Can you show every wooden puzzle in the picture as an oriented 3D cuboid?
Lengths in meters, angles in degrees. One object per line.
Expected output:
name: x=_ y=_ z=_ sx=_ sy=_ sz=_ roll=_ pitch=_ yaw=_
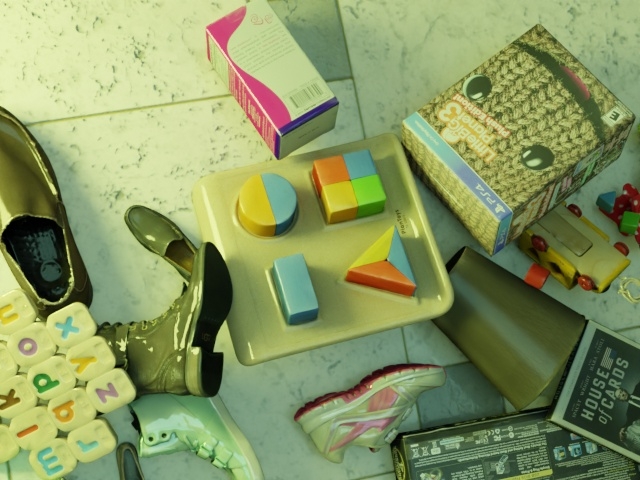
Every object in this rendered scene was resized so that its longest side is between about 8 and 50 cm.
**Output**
wooden puzzle: x=0.000 y=0.000 z=1.838 sx=0.348 sy=0.080 sz=0.322 roll=-15 pitch=70 yaw=-6

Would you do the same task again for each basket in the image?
basket: x=0.282 y=0.128 z=1.907 sx=0.227 sy=0.154 sz=0.204 roll=38 pitch=56 yaw=-1

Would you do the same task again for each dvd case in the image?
dvd case: x=0.499 y=0.257 z=1.910 sx=0.239 sy=0.029 sz=0.179 roll=26 pitch=77 yaw=-10

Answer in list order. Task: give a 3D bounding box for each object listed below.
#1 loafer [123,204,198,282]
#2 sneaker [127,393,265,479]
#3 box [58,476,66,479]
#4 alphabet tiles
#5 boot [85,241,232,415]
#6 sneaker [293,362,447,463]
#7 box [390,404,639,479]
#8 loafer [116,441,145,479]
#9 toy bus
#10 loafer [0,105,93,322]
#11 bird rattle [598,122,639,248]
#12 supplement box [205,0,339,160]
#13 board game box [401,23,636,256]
loafer: x=-0.236 y=0.002 z=1.857 sx=0.170 sy=0.061 sz=0.062 roll=38 pitch=80 yaw=-5
sneaker: x=-0.194 y=0.324 z=1.815 sx=0.151 sy=0.094 sz=0.256 roll=-30 pitch=81 yaw=-19
box: x=-0.387 y=0.524 z=1.742 sx=0.231 sy=0.127 sz=0.262 roll=43 pitch=77 yaw=-3
alphabet tiles: x=-0.424 y=0.215 z=1.755 sx=0.278 sy=0.021 sz=0.284 roll=-27 pitch=101 yaw=13
boot: x=-0.258 y=0.132 z=1.789 sx=0.229 sy=0.091 sz=0.263 roll=-5 pitch=67 yaw=25
sneaker: x=0.090 y=0.273 z=1.883 sx=0.252 sy=0.103 sz=0.111 roll=-23 pitch=91 yaw=-5
box: x=0.332 y=0.435 z=1.911 sx=0.395 sy=0.097 sz=0.318 roll=-9 pitch=84 yaw=-13
loafer: x=-0.288 y=0.373 z=1.819 sx=0.045 sy=0.039 sz=0.125 roll=-15 pitch=87 yaw=-13
toy bus: x=0.423 y=0.029 z=1.944 sx=0.191 sy=0.104 sz=0.202 roll=1 pitch=63 yaw=2
loafer: x=-0.442 y=-0.049 z=1.785 sx=0.134 sy=0.130 sz=0.366 roll=-29 pitch=91 yaw=-13
bird rattle: x=0.609 y=-0.091 z=2.012 sx=0.207 sy=0.143 sz=0.253 roll=20 pitch=83 yaw=-25
supplement box: x=-0.079 y=-0.256 z=1.866 sx=0.111 sy=0.114 sz=0.220 roll=-31 pitch=77 yaw=-12
board game box: x=0.313 y=-0.163 z=1.908 sx=0.291 sy=0.141 sz=0.232 roll=-37 pitch=70 yaw=-13
